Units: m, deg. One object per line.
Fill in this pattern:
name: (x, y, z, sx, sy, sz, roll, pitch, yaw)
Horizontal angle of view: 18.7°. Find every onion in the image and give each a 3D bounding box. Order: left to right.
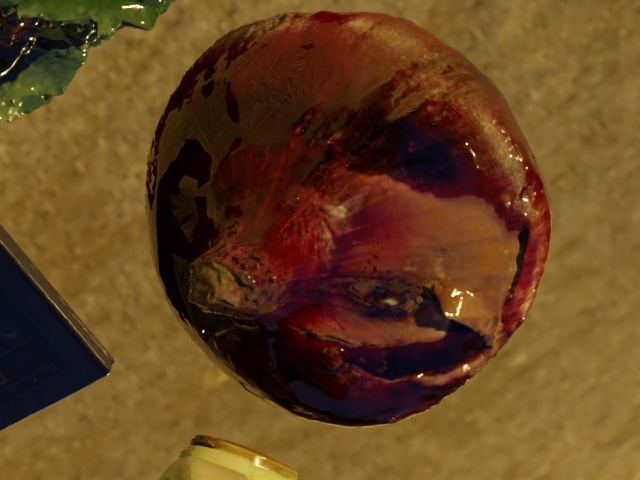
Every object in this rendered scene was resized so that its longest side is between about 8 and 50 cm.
onion: (0.000, 0.000, 1.180, 0.272, 0.272, 0.195, -54, 175, 37)

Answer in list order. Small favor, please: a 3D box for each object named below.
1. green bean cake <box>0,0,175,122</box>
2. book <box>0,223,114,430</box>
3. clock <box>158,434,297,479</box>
green bean cake: (-0.215, -0.228, 1.429, 0.169, 0.300, 0.308, 10, 121, -28)
book: (-0.293, 0.028, 1.322, 0.191, 0.269, 0.025, -27, -156, 24)
clock: (-0.071, 0.259, 1.087, 0.348, 0.117, 0.286, -94, -154, -72)
